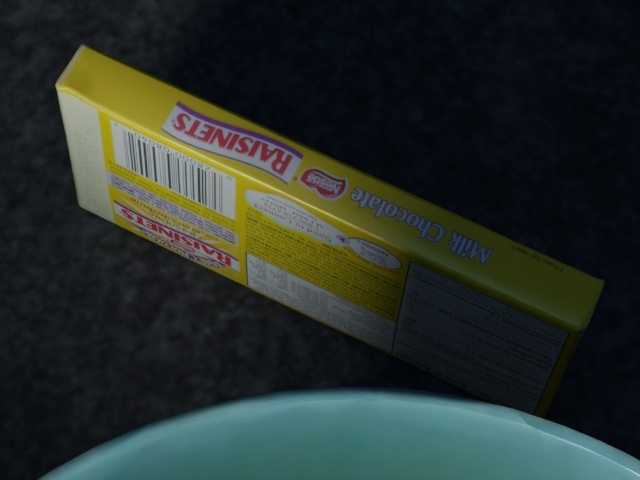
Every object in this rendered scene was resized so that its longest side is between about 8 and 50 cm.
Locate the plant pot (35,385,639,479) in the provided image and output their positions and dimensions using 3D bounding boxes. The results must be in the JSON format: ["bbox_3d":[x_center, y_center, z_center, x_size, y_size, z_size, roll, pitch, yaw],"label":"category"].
[{"bbox_3d":[0.008,0.216,0.544,0.293,0.235,0.293,0,68,-1],"label":"plant pot"}]

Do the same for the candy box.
[{"bbox_3d":[0.000,0.000,0.699,0.206,0.105,0.027,25,70,8],"label":"candy box"}]
